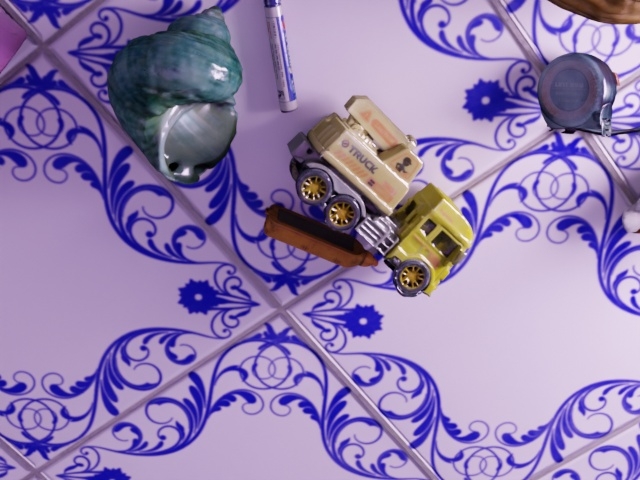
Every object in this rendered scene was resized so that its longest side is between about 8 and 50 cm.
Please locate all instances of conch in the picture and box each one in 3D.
[{"bbox_3d":[-0.174,-0.195,1.334,0.202,0.134,0.196,-46,150,15],"label":"conch"}]

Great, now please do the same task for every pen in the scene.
[{"bbox_3d":[-0.054,-0.261,1.356,0.025,0.025,0.204,-7,117,3],"label":"pen"}]

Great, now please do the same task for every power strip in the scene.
[{"bbox_3d":[0.000,0.000,1.479,0.178,0.049,0.028,22,121,-11],"label":"power strip"}]

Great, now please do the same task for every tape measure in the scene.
[{"bbox_3d":[0.371,-0.188,1.393,0.179,0.104,0.107,-2,97,-37],"label":"tape measure"}]

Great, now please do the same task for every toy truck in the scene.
[{"bbox_3d":[0.086,-0.063,1.409,0.272,0.124,0.157,42,100,-16],"label":"toy truck"}]

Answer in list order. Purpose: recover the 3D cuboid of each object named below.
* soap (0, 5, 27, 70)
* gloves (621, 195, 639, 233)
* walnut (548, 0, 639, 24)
[{"bbox_3d":[-0.480,-0.166,1.316,0.081,0.181,0.259,38,110,-19],"label":"soap"},{"bbox_3d":[0.512,-0.067,1.421,0.218,0.131,0.140,-21,123,44],"label":"gloves"},{"bbox_3d":[0.338,-0.355,1.208,0.260,0.225,0.225,19,116,-15],"label":"walnut"}]
